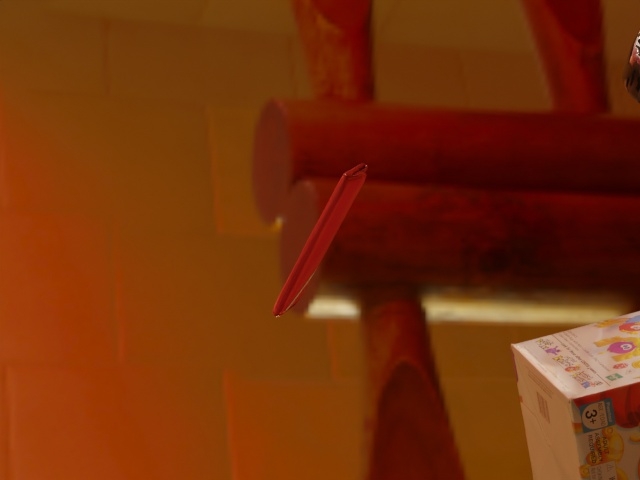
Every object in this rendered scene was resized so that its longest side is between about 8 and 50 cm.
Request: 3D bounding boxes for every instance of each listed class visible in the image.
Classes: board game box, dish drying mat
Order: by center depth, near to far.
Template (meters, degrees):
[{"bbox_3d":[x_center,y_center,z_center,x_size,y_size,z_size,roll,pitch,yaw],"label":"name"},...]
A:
[{"bbox_3d":[0.000,0.000,0.731,0.083,0.008,0.032,-61,-11,21],"label":"dish drying mat"},{"bbox_3d":[0.317,0.135,1.199,0.144,0.275,0.142,-128,25,-72],"label":"board game box"}]

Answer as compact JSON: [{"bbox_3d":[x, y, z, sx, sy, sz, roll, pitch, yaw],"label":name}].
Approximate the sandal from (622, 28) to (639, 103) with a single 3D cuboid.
[{"bbox_3d":[0.148,-0.081,0.537,0.179,0.067,0.040,-50,-21,-45],"label":"sandal"}]
